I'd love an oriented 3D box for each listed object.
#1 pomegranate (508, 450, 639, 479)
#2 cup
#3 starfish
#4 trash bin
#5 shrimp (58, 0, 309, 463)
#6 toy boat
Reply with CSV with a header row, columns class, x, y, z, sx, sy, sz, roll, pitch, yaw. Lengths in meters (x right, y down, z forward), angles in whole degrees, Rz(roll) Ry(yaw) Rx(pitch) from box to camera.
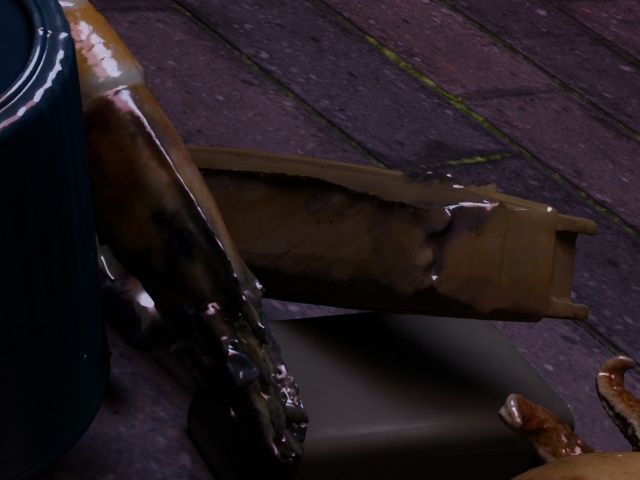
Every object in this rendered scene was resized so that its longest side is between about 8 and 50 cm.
class,x,y,z,sx,sy,sz,roll,pitch,yaw
pomegranate,0.167,0.272,0.898,0.322,0.322,0.322,17,27,-9
cup,-0.287,-0.021,1.025,0.307,0.292,0.242,18,46,12
starfish,0.255,0.229,1.157,0.375,0.094,0.327,47,38,-14
trash bin,0.041,0.137,1.237,0.240,0.122,0.164,0,34,-32
shrimp,-0.144,-0.009,1.175,0.085,0.272,0.445,-27,67,-25
toy boat,0.000,0.000,1.278,0.445,0.136,0.162,7,0,34
